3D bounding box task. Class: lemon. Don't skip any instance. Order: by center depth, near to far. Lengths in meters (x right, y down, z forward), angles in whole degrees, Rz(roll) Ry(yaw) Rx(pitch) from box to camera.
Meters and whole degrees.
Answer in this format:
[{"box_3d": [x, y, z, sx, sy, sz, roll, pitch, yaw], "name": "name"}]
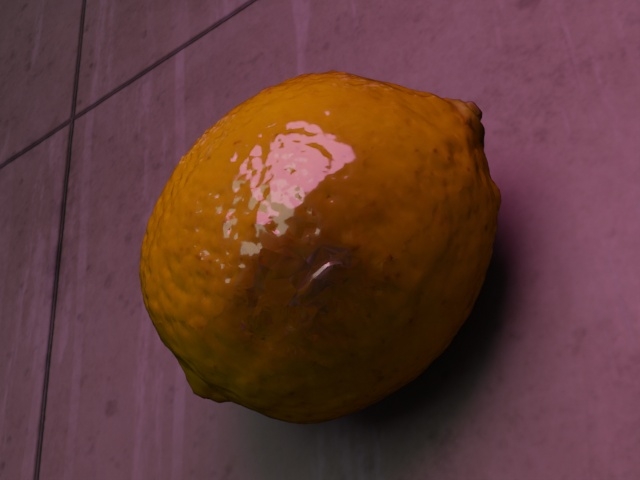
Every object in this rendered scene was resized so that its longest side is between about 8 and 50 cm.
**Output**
[{"box_3d": [0.000, 0.000, 0.760, 0.310, 0.253, 0.253, -46, 43, 9], "name": "lemon"}]
